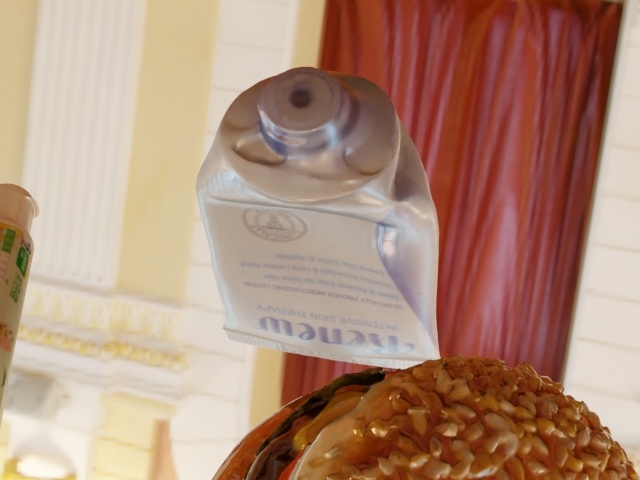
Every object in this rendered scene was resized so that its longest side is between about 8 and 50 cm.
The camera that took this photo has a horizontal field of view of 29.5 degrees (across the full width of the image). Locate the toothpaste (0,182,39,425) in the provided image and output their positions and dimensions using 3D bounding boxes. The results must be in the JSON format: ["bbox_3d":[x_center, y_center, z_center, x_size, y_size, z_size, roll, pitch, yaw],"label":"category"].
[{"bbox_3d":[-0.232,0.078,0.812,0.058,0.056,0.314,1,-136,-1],"label":"toothpaste"}]

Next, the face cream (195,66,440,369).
[{"bbox_3d":[0.000,0.000,1.122,0.235,0.137,0.420,7,146,9],"label":"face cream"}]

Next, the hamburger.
[{"bbox_3d":[0.079,0.244,0.862,0.330,0.330,0.250,4,168,-23],"label":"hamburger"}]
